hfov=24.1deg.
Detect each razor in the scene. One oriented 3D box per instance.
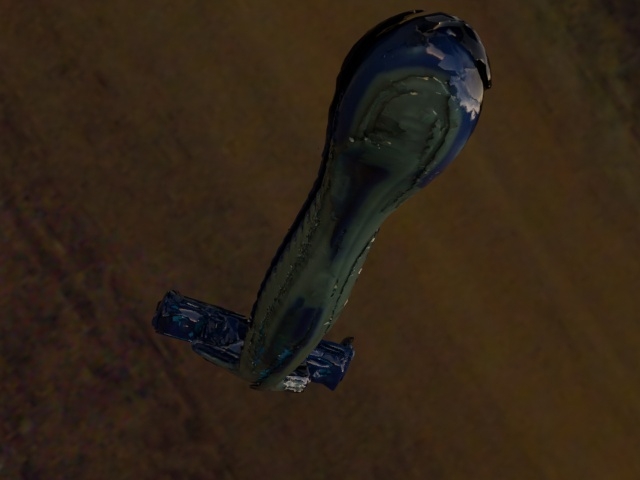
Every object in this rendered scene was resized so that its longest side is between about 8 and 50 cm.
[{"bbox_3d":[-0.003,0.011,0.551,0.093,0.324,0.056,17,68,-7],"label":"razor"}]
